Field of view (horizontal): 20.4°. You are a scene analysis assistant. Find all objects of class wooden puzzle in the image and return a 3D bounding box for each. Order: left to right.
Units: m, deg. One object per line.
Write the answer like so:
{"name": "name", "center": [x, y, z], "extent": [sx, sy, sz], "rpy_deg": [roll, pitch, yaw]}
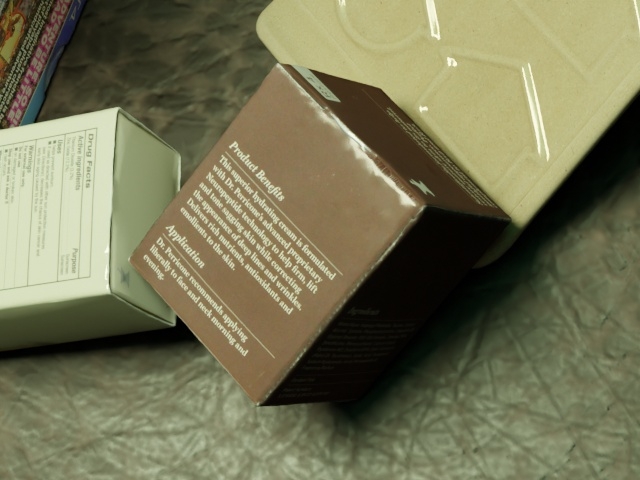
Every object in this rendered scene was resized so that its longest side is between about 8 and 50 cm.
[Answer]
{"name": "wooden puzzle", "center": [0.146, -0.201, 1.447], "extent": [0.348, 0.080, 0.322], "rpy_deg": [-49, 62, 21]}

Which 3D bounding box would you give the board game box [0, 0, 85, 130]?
{"name": "board game box", "center": [-0.326, -0.217, 1.486], "extent": [0.141, 0.291, 0.232], "rpy_deg": [16, 75, 16]}

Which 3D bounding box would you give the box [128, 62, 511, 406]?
{"name": "box", "center": [0.000, 0.000, 1.370], "extent": [0.168, 0.167, 0.203], "rpy_deg": [47, 109, 23]}

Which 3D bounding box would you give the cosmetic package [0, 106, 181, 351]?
{"name": "cosmetic package", "center": [-0.276, 0.004, 1.462], "extent": [0.309, 0.113, 0.160], "rpy_deg": [-7, 69, 22]}
